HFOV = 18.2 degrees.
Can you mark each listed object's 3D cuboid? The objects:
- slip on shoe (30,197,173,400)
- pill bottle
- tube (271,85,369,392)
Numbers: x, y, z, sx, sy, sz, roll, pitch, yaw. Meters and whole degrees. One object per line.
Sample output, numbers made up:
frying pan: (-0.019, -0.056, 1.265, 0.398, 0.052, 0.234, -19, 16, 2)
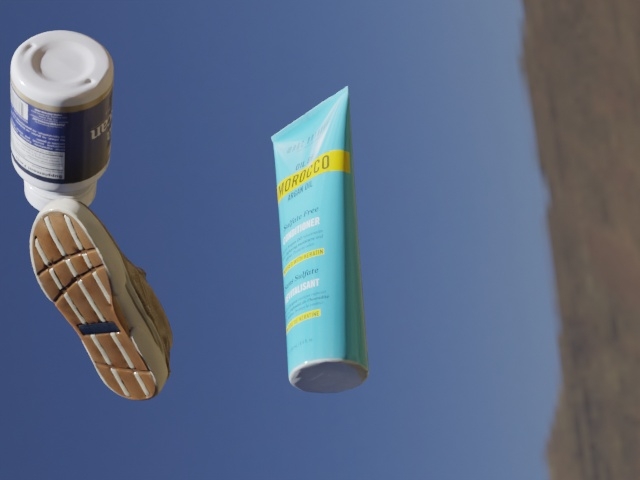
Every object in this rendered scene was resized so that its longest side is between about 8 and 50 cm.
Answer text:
slip on shoe: (-0.112, 0.025, 1.068, 0.135, 0.051, 0.041, 64, -144, -34)
pill bottle: (-0.242, -0.105, 1.863, 0.169, 0.094, 0.094, 99, 175, -47)
tube: (0.000, 0.000, 1.345, 0.052, 0.080, 0.207, 26, -131, -41)
